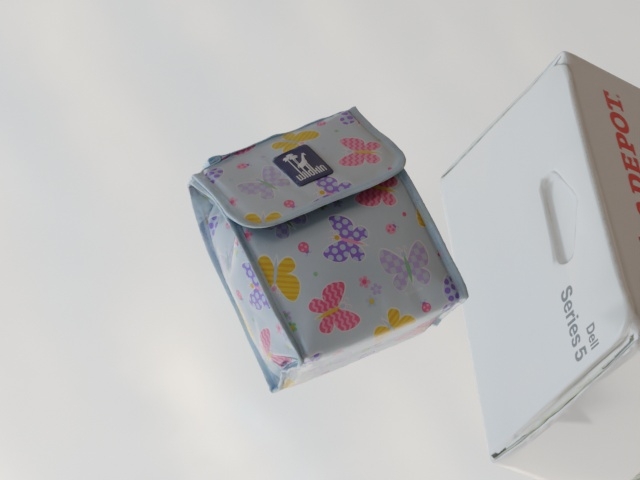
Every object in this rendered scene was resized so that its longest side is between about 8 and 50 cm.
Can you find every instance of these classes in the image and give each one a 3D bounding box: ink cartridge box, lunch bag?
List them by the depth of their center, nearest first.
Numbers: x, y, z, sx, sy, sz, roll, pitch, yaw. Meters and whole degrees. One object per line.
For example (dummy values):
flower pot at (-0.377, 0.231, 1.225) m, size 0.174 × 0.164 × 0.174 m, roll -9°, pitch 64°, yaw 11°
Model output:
lunch bag at (0.000, 0.000, 0.691) m, size 0.071 × 0.053 × 0.083 m, roll -20°, pitch -104°, yaw -21°
ink cartridge box at (0.208, 0.048, 1.041) m, size 0.273 × 0.115 × 0.198 m, roll 23°, pitch -141°, yaw -28°
